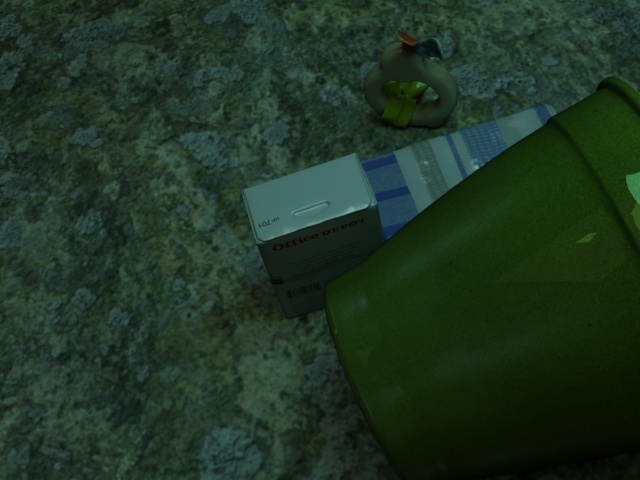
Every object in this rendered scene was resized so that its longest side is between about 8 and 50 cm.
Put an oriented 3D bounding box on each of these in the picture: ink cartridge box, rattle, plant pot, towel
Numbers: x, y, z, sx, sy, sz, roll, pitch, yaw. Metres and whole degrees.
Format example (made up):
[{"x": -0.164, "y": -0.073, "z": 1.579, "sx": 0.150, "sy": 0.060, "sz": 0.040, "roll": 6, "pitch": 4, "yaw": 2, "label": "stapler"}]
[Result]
[{"x": 0.000, "y": 0.000, "z": 1.103, "sx": 0.140, "sy": 0.190, "sz": 0.082, "roll": -18, "pitch": 57, "yaw": -1, "label": "ink cartridge box"}, {"x": 0.128, "y": -0.247, "z": 1.227, "sx": 0.130, "sy": 0.199, "sz": 0.143, "roll": 21, "pitch": 65, "yaw": 22, "label": "rattle"}, {"x": 0.207, "y": 0.080, "z": 0.952, "sx": 0.353, "sy": 0.366, "sz": 0.366, "roll": -26, "pitch": 57, "yaw": 8, "label": "plant pot"}, {"x": 0.201, "y": -0.064, "z": 1.192, "sx": 0.285, "sy": 0.034, "sz": 0.209, "roll": -16, "pitch": 56, "yaw": -3, "label": "towel"}]
